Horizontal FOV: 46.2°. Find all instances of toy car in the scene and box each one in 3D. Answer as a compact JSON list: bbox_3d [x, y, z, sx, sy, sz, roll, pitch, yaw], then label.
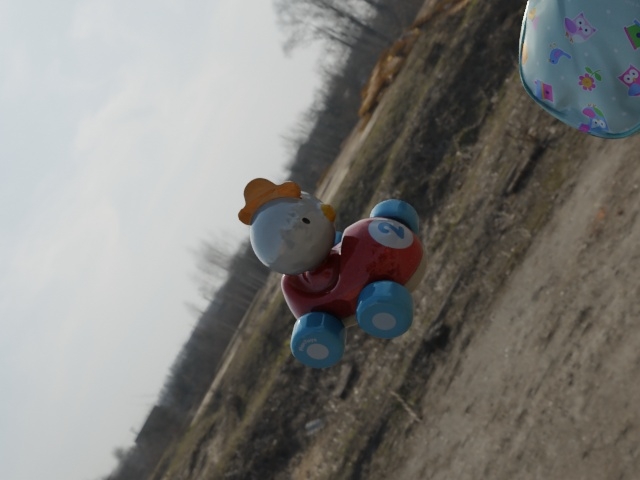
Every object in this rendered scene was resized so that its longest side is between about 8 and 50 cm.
[{"bbox_3d":[0.000,0.000,0.993,0.210,0.238,0.219,-28,29,28],"label":"toy car"}]

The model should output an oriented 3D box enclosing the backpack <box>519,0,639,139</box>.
[{"bbox_3d":[0.188,-0.150,0.430,0.115,0.152,0.182,-25,-40,-22],"label":"backpack"}]
